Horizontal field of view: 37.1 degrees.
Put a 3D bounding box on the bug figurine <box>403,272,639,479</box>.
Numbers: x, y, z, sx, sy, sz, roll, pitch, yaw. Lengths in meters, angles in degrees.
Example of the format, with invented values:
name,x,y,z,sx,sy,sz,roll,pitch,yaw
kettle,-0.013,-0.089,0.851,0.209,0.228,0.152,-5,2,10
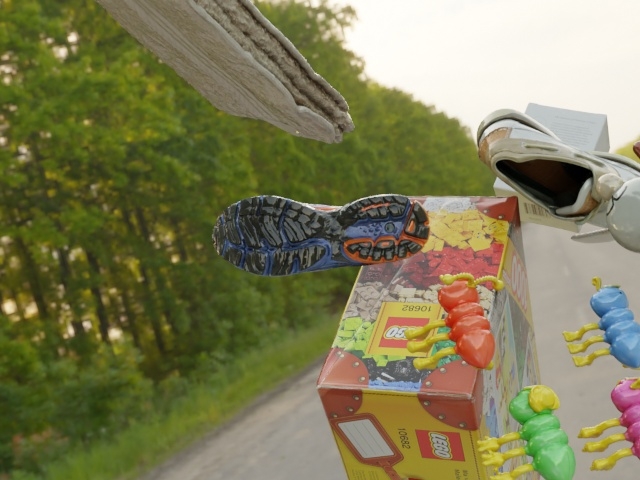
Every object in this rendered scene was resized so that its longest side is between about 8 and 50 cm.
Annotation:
name,x,y,z,sx,sy,sz,roll,pitch,yaw
bug figurine,0.224,0.119,0.871,0.279,0.216,0.072,3,-37,-30

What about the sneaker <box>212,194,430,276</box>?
name,x,y,z,sx,sy,sz,roll,pitch,yaw
sneaker,0.000,0.000,0.965,0.221,0.083,0.087,1,-8,7

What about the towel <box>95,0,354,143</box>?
name,x,y,z,sx,sy,sz,roll,pitch,yaw
towel,-0.100,-0.177,0.871,0.187,0.049,0.282,21,-11,39

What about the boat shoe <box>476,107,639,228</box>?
name,x,y,z,sx,sy,sz,roll,pitch,yaw
boat shoe,0.348,-0.070,1.298,0.103,0.302,0.113,-81,16,-53

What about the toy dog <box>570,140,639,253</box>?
name,x,y,z,sx,sy,sz,roll,pitch,yaw
toy dog,0.366,-0.065,1.015,0.220,0.161,0.334,-52,-28,5

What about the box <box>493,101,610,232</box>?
name,x,y,z,sx,sy,sz,roll,pitch,yaw
box,0.365,-0.115,1.494,0.130,0.170,0.091,15,-25,28

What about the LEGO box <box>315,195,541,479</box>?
name,x,y,z,sx,sy,sz,roll,pitch,yaw
LEGO box,0.184,0.241,1.342,0.193,0.500,0.372,1,41,21
